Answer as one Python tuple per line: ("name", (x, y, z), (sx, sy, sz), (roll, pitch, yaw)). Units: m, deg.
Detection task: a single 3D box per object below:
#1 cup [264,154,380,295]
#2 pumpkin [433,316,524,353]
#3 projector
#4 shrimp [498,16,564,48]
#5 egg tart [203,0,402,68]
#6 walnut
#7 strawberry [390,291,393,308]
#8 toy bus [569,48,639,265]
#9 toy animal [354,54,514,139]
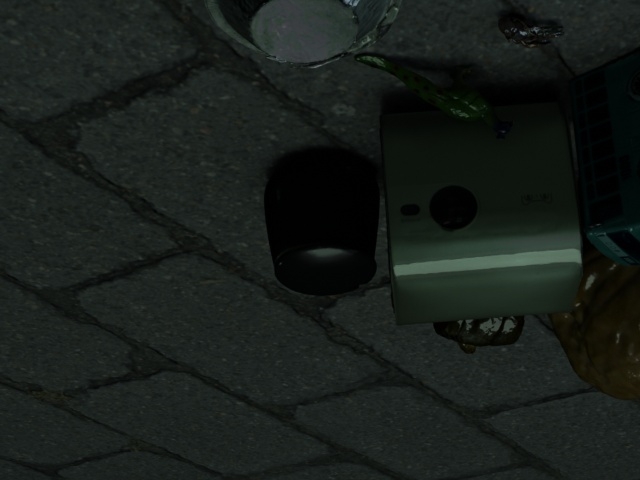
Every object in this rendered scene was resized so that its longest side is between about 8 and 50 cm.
("cup", (0.017, -0.009, 1.714), (0.169, 0.176, 0.223), (-19, 145, 22))
("pumpkin", (0.264, 0.134, 2.020), (0.131, 0.126, 0.248), (5, 150, -6))
("projector", (0.211, -0.034, 1.589), (0.249, 0.248, 0.248), (-4, 157, 4))
("shrimp", (0.254, -0.253, 1.443), (0.092, 0.029, 0.038), (6, 149, -19))
("egg tart", (-0.020, -0.271, 1.337), (0.234, 0.094, 0.234), (0, 148, 0))
("walnut", (0.483, 0.068, 1.747), (0.306, 0.306, 0.344), (4, 143, -9))
("strawberry", (0.153, 0.100, 2.029), (0.073, 0.073, 0.083), (2, -174, -6))
("toy bus", (0.401, -0.097, 1.496), (0.147, 0.256, 0.128), (-20, 145, 34))
("toy animal", (0.152, -0.202, 1.507), (0.217, 0.075, 0.041), (30, 144, 3))
